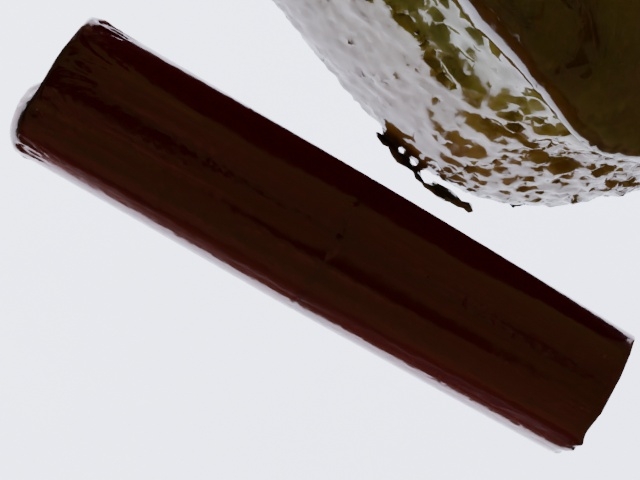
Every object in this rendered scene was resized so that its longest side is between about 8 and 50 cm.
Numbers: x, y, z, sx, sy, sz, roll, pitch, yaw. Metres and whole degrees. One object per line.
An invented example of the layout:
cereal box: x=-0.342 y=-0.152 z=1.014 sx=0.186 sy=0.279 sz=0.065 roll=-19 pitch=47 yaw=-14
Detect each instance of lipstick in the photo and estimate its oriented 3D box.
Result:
lipstick: x=0.001 y=-0.001 z=0.818 sx=0.280 sy=0.073 sz=0.073 roll=30 pitch=-94 yaw=0

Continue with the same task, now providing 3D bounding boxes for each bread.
bread: x=0.124 y=-0.213 z=0.917 sx=0.398 sy=0.215 sz=0.398 roll=11 pitch=-113 yaw=-27
